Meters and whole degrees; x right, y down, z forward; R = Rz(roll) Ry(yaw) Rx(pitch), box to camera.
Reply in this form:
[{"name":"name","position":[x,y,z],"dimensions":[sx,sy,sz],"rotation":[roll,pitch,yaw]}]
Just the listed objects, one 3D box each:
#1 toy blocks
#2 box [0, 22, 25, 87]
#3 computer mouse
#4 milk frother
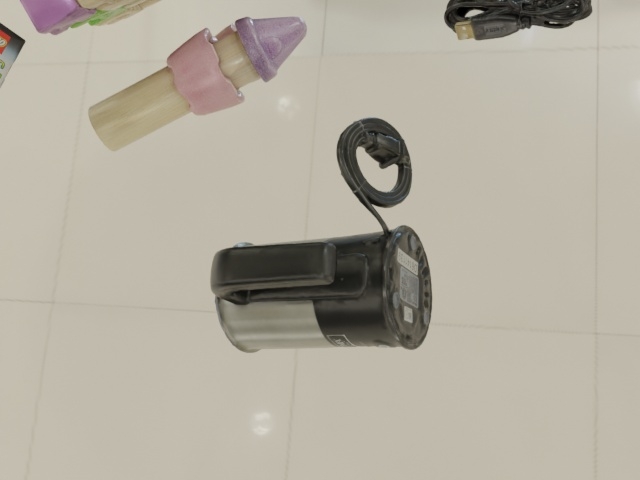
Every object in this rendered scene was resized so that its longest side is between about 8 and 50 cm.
[{"name":"toy blocks","position":[-0.121,-0.281,0.658],"dimensions":[0.260,0.289,0.309],"rotation":[-26,106,7]},{"name":"box","position":[-0.302,-0.082,0.548],"dimensions":[0.206,0.036,0.114],"rotation":[-14,52,43]},{"name":"computer mouse","position":[0.134,-0.243,0.528],"dimensions":[0.106,0.042,0.193],"rotation":[-2,96,39]},{"name":"milk frother","position":[0.000,0.000,0.521],"dimensions":[0.134,0.129,0.143],"rotation":[-5,53,28]}]
